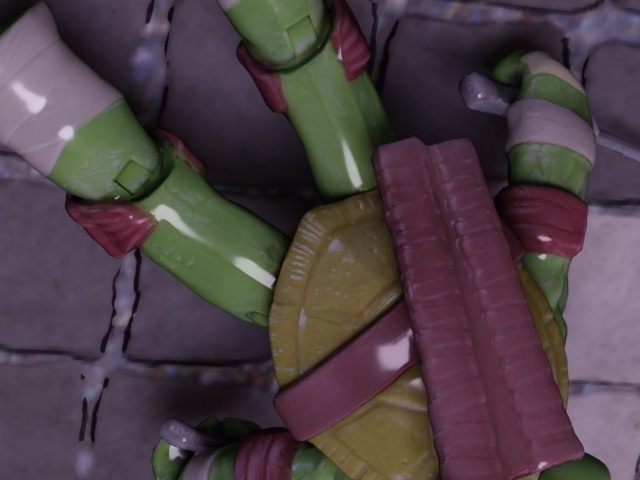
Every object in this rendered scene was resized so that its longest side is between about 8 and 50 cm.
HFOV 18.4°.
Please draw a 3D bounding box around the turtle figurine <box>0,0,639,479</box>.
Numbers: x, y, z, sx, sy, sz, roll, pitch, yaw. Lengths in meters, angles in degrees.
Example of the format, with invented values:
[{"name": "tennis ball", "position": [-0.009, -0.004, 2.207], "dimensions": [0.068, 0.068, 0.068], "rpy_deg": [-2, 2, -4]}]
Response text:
[{"name": "turtle figurine", "position": [0.000, 0.000, 0.720], "dimensions": [0.198, 0.274, 0.266], "rpy_deg": [-32, 104, 29]}]
